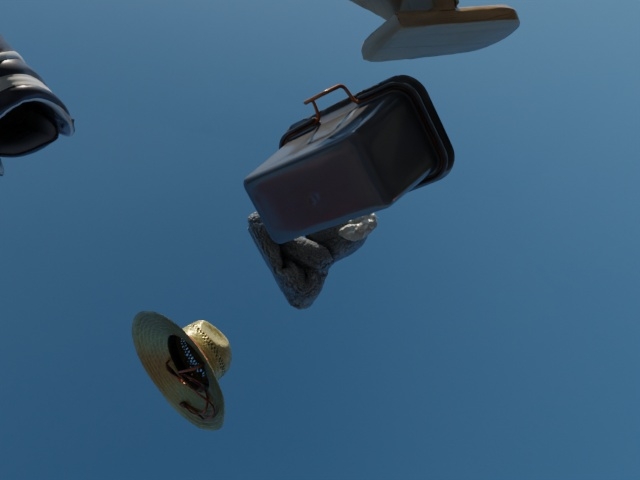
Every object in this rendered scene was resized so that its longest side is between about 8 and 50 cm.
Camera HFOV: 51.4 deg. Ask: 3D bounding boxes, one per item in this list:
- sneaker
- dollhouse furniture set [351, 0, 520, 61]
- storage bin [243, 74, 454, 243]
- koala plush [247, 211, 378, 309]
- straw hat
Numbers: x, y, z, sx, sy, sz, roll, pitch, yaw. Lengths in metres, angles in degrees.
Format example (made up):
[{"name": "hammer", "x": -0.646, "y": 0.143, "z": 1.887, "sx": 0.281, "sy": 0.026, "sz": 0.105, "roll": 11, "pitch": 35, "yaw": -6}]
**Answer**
[{"name": "sneaker", "x": -0.337, "y": -0.127, "z": 0.710, "sx": 0.099, "sy": 0.282, "sz": 0.153, "roll": -39, "pitch": -93, "yaw": -20}, {"name": "dollhouse furniture set", "x": 0.172, "y": -0.391, "z": 0.492, "sx": 0.257, "sy": 0.394, "sz": 0.361, "roll": -14, "pitch": -96, "yaw": -25}, {"name": "storage bin", "x": 0.012, "y": -0.056, "z": 0.482, "sx": 0.098, "sy": 0.135, "sz": 0.091, "roll": 63, "pitch": -143, "yaw": -13}, {"name": "koala plush", "x": 0.000, "y": 0.000, "z": 1.267, "sx": 0.221, "sy": 0.196, "sz": 0.203, "roll": -28, "pitch": -89, "yaw": -8}, {"name": "straw hat", "x": -0.128, "y": 0.122, "z": 0.697, "sx": 0.061, "sy": 0.145, "sz": 0.144, "roll": -34, "pitch": -81, "yaw": -40}]
